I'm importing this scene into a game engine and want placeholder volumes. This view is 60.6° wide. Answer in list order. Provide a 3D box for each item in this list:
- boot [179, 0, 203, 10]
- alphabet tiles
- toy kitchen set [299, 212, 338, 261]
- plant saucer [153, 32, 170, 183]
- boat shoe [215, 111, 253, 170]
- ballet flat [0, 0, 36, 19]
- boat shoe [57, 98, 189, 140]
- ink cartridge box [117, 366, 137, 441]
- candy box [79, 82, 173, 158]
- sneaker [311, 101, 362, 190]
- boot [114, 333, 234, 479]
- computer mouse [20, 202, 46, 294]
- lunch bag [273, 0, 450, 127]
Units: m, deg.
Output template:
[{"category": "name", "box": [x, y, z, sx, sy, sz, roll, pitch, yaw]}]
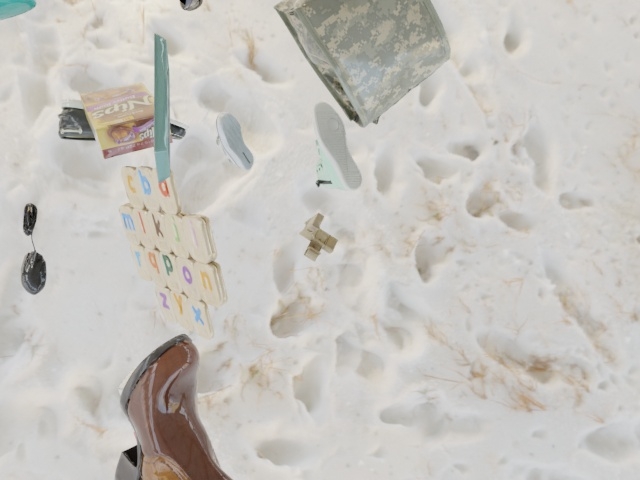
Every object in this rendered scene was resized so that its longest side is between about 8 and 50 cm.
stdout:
[{"category": "boot", "box": [-0.414, -0.755, 1.683, 0.106, 0.219, 0.082, -41, 107, -29]}, {"category": "alphabet tiles", "box": [-0.241, 0.017, 0.873, 0.021, 0.284, 0.278, -25, 113, -37]}, {"category": "toy kitchen set", "box": [0.000, 0.000, 1.167, 0.083, 0.075, 0.068, 33, 64, -14]}, {"category": "plant saucer", "box": [-0.199, -0.169, 0.688, 0.018, 0.067, 0.192, -2, 62, -12]}, {"category": "boat shoe", "box": [-0.268, -0.282, 1.588, 0.075, 0.226, 0.083, 12, 60, 21]}, {"category": "ballet flat", "box": [-0.447, -0.284, 0.641, 0.203, 0.074, 0.074, -27, 86, -18]}, {"category": "boat shoe", "box": [-0.455, -0.254, 1.265, 0.302, 0.114, 0.091, 9, 89, 9]}, {"category": "ink cartridge box", "box": [-0.459, 0.475, 1.549, 0.158, 0.092, 0.218, 2, 117, 16]}, {"category": "candy box", "box": [-0.318, -0.200, 0.889, 0.109, 0.053, 0.187, -18, 38, -21]}, {"category": "sneaker", "box": [0.010, -0.251, 1.524, 0.094, 0.151, 0.256, -32, 108, -29]}, {"category": "boot", "box": [-0.103, 0.269, 0.594, 0.280, 0.096, 0.264, 30, 111, 24]}, {"category": "computer mouse", "box": [-0.747, 0.020, 1.403, 0.041, 0.071, 0.242, 7, 67, -57]}, {"category": "lunch bag", "box": [0.095, -0.392, 1.054, 0.235, 0.169, 0.287, -39, 122, -1]}]
